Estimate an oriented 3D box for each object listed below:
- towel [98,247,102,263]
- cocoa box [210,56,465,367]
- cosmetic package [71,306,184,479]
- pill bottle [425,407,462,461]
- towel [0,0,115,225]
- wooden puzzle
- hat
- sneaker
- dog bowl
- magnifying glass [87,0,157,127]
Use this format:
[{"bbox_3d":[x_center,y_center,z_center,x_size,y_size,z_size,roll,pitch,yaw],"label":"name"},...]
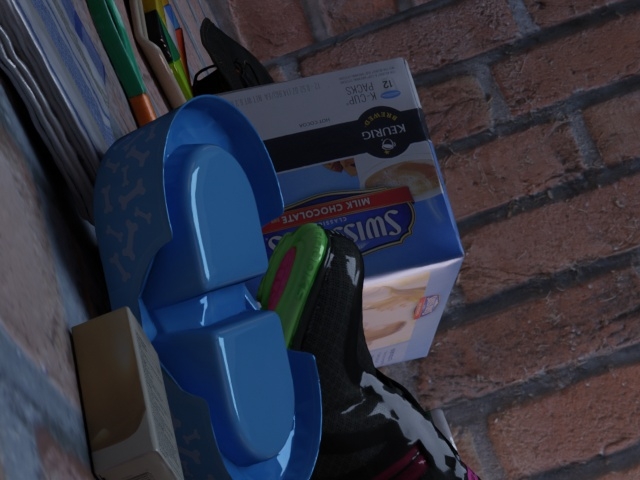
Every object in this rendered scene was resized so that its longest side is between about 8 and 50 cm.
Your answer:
[{"bbox_3d":[-0.117,0.071,1.227,0.282,0.049,0.187,-83,154,-86],"label":"towel"},{"bbox_3d":[0.000,0.000,1.566,0.347,0.231,0.228,96,-19,-69],"label":"cocoa box"},{"bbox_3d":[-0.119,0.105,0.906,0.060,0.041,0.115,67,3,-47],"label":"cosmetic package"},{"bbox_3d":[0.079,0.304,1.893,0.117,0.208,0.117,-21,90,-88],"label":"pill bottle"},{"bbox_3d":[-0.211,-0.153,1.118,0.285,0.034,0.209,-110,177,-59],"label":"towel"},{"bbox_3d":[-0.220,-0.287,2.011,0.221,0.044,0.238,66,4,-56],"label":"wooden puzzle"},{"bbox_3d":[-0.124,-0.162,2.169,0.331,0.134,0.331,54,10,-15],"label":"hat"},{"bbox_3d":[0.046,0.198,1.323,0.185,0.202,0.482,-100,180,-66],"label":"sneaker"},{"bbox_3d":[-0.082,0.049,1.050,0.166,0.074,0.297,-16,94,-64],"label":"dog bowl"},{"bbox_3d":[-0.208,-0.181,1.598,0.092,0.026,0.231,-91,162,-84],"label":"magnifying glass"}]
